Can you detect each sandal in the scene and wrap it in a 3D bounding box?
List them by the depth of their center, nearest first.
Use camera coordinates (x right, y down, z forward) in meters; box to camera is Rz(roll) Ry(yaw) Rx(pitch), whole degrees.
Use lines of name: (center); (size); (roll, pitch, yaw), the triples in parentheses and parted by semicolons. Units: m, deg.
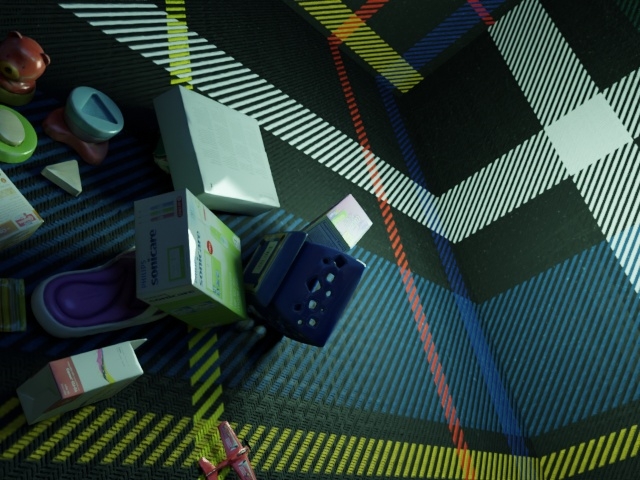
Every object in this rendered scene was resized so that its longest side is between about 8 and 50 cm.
sandal: (-0.378, 0.091, 1.162); (0.169, 0.102, 0.416); (58, 27, 0)

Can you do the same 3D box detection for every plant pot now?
plant pot: (-0.067, 0.104, 1.417); (0.212, 0.236, 0.236); (35, 75, -20)

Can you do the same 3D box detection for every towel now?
towel: (-0.595, 0.097, 0.917); (0.237, 0.021, 0.102); (13, 49, -51)

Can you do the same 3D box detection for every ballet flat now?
ballet flat: (-0.396, -0.266, 1.545); (0.241, 0.091, 0.077); (-84, 162, -44)

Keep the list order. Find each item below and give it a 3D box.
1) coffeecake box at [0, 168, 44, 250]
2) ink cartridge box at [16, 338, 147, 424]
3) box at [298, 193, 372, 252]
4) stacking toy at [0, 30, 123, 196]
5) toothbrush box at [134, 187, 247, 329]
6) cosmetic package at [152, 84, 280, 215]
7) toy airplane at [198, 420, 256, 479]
coffeecake box: (-0.613, -0.066, 1.005); (0.185, 0.068, 0.142); (52, 29, -6)
ink cartridge box: (-0.392, 0.236, 0.981); (0.198, 0.115, 0.067); (-8, 66, -58)
box: (0.000, 0.000, 1.679); (0.117, 0.243, 0.213); (54, 30, -4)
stacking toy: (-0.571, -0.273, 1.217); (0.309, 0.130, 0.280); (32, 37, -36)
toothbrush box: (-0.266, 0.050, 1.203); (0.283, 0.122, 0.206); (54, 25, -63)
cosmetic package: (-0.268, -0.225, 1.553); (0.377, 0.097, 0.285); (7, 64, -65)
toy airplane: (-0.187, 0.450, 1.159); (0.151, 0.028, 0.151); (36, 33, -29)
